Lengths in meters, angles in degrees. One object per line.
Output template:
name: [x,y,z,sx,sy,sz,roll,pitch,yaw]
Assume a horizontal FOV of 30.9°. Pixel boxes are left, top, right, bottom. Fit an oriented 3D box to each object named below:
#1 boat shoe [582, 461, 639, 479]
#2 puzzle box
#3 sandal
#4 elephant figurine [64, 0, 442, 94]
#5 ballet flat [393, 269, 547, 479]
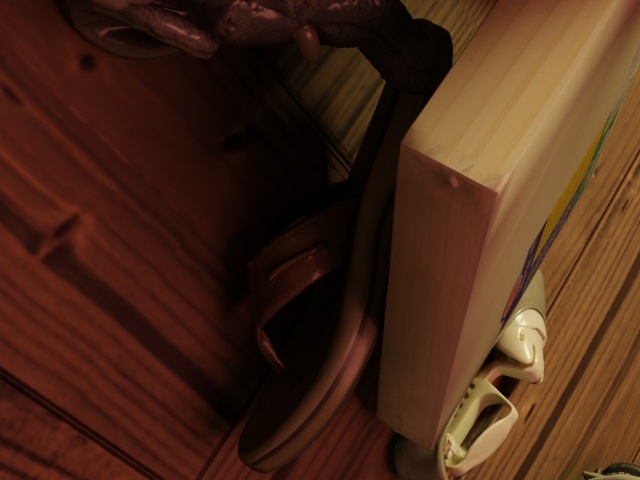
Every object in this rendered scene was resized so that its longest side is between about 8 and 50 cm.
boat shoe: [0.269,0.262,1.067,0.335,0.121,0.119,12,85,-56]
puzzle box: [0.126,-0.044,0.716,0.272,0.052,0.409,-56,165,-22]
sandal: [0.000,-0.001,0.741,0.086,0.120,0.303,18,91,-11]
elephant figurine: [-0.063,-0.152,0.601,0.169,0.186,0.239,-31,159,6]
ballet flat: [0.139,0.113,0.917,0.213,0.068,0.072,-52,131,-20]
